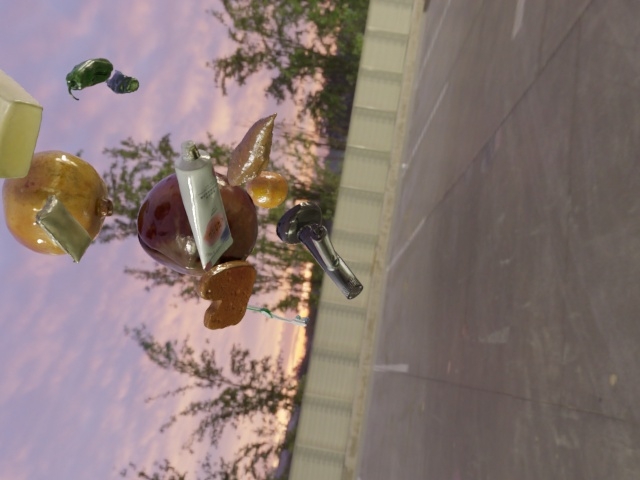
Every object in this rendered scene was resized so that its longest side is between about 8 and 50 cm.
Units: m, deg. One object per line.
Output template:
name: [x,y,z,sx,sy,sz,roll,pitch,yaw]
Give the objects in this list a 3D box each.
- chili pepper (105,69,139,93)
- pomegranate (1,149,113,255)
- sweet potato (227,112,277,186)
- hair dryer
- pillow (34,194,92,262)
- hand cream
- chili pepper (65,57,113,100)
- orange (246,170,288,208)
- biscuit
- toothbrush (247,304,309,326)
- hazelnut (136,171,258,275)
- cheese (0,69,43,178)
chili pepper: [-0.828,-0.652,2.358,0.098,0.224,0.061,-59,-39,-4]
pomegranate: [-0.993,-0.147,2.187,0.416,0.416,0.417,9,-90,-88]
sweet potato: [-0.121,-0.161,1.035,0.206,0.068,0.060,-54,12,49]
hair dryer: [0.004,-0.019,1.630,0.320,0.155,0.284,47,156,37]
pillow: [-0.809,-0.035,1.809,0.208,0.053,0.119,60,-149,-35]
hand cream: [-0.262,-0.079,1.307,0.124,0.077,0.341,-56,-29,-39]
chili pepper: [-0.775,-0.560,1.928,0.257,0.074,0.100,-58,-9,-56]
orange: [-0.228,-0.218,2.446,0.177,0.177,0.155,-74,6,-74]
biscuit: [-0.340,0.194,1.979,0.262,0.052,0.277,-16,-50,-51]
toothbrush: [-0.226,0.294,2.323,0.040,0.417,0.042,-53,-42,-39]
hazelnut: [-0.433,-0.069,2.073,0.402,0.429,0.402,-160,90,-81]
cheese: [-0.929,-0.342,1.637,0.123,0.265,0.243,-13,-46,-52]
